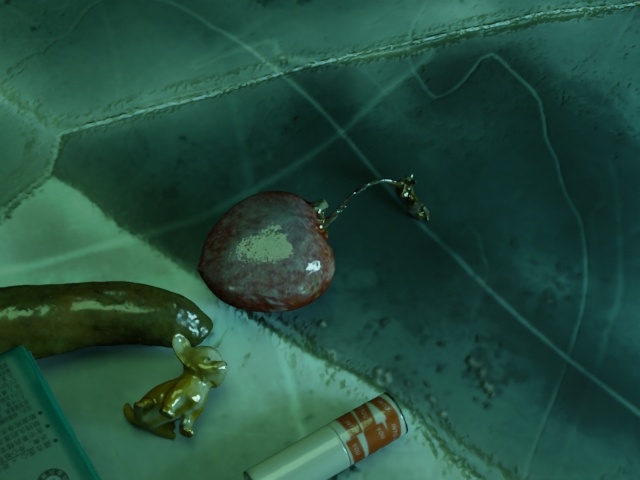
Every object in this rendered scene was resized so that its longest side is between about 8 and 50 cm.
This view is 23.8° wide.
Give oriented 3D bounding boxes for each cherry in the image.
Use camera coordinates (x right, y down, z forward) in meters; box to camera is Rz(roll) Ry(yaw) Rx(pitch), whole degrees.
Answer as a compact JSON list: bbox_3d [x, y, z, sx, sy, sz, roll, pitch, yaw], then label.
[{"bbox_3d":[0.000,0.000,1.283,0.225,0.090,0.107,-16,45,-20],"label":"cherry"}]

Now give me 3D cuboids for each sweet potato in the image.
[{"bbox_3d":[-0.226,0.070,1.250,0.273,0.075,0.075,-8,56,-9],"label":"sweet potato"}]

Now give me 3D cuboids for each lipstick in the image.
[{"bbox_3d":[0.005,0.166,1.193,0.130,0.038,0.038,-27,59,-16],"label":"lipstick"}]

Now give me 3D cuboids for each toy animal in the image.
[{"bbox_3d":[-0.113,0.116,1.229,0.081,0.060,0.083,-9,46,41],"label":"toy animal"}]

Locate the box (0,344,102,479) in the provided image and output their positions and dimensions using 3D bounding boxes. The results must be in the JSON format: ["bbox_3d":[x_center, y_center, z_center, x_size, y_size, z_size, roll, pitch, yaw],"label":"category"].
[{"bbox_3d":[-0.295,0.207,1.141,0.244,0.092,0.153,-25,58,-16],"label":"box"}]
